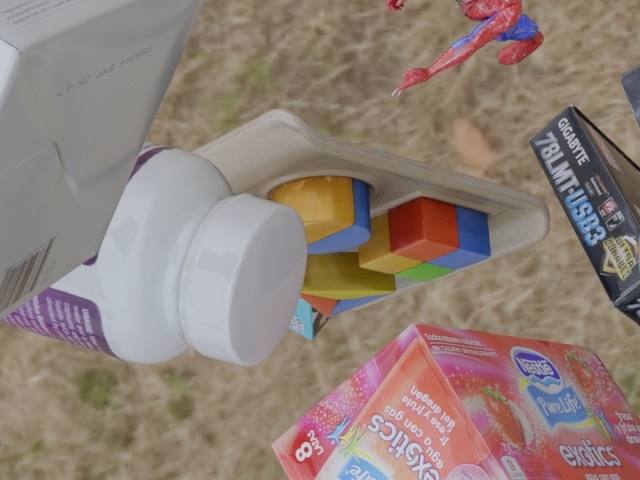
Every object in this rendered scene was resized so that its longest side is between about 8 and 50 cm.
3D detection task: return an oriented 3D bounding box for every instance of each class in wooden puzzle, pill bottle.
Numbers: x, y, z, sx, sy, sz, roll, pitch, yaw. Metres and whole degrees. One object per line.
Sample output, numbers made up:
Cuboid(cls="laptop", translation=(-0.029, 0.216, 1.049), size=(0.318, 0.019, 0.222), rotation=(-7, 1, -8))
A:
Cuboid(cls="wooden puzzle", translation=(0.000, 0.000, 1.595), size=(0.322, 0.348, 0.080), rotation=(-23, 59, 45))
Cuboid(cls="pill bottle", translation=(-0.170, 0.000, 1.260), size=(0.301, 0.169, 0.169), rotation=(15, 109, 23))

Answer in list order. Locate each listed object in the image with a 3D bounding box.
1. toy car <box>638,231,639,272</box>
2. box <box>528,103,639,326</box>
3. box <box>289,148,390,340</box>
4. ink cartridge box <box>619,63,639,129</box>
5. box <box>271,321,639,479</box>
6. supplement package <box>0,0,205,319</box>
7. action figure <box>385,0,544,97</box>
Cuboid(cls="toy car", translation=(0.221, 0.048, 0.673), size=(0.159, 0.182, 0.136), rotation=(-5, 60, 24))
Cuboid(cls="box", translation=(0.366, 0.030, 1.687), size=(0.073, 0.293, 0.295), rotation=(-41, 33, 17))
Cuboid(cls="box", translation=(0.032, 0.003, 2.037), size=(0.060, 0.244, 0.100), rotation=(27, 148, 21))
Cuboid(cls="ink cartridge box", translation=(0.392, -0.051, 1.163), size=(0.303, 0.072, 0.307), rotation=(-33, 69, 42))
Cuboid(cls="box", translation=(0.125, 0.170, 1.224), size=(0.154, 0.300, 0.142), rotation=(-42, 63, 23))
Cuboid(cls="supplement package", translation=(-0.232, -0.103, 0.805), size=(0.263, 0.199, 0.198), rotation=(32, 119, 9))
Cuboid(cls="action figure", translation=(0.115, -0.188, 1.407), size=(0.139, 0.280, 0.091), rotation=(-27, 84, 9))
